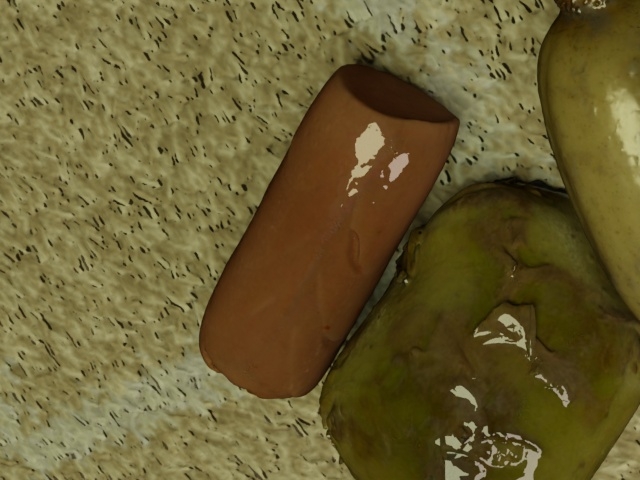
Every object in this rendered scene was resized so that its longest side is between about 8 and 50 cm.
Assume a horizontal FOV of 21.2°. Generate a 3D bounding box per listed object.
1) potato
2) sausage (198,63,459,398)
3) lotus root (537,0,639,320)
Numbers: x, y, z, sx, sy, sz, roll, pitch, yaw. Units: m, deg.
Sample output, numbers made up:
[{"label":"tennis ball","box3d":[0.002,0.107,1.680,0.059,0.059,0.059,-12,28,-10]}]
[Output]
[{"label":"potato","box3d":[0.136,0.116,1.383,0.246,0.196,0.299,24,115,4]},{"label":"sausage","box3d":[-0.001,0.001,1.415,0.121,0.121,0.304,31,117,3]},{"label":"lotus root","box3d":[0.255,-0.082,1.275,0.151,0.169,0.342,-4,114,51]}]
